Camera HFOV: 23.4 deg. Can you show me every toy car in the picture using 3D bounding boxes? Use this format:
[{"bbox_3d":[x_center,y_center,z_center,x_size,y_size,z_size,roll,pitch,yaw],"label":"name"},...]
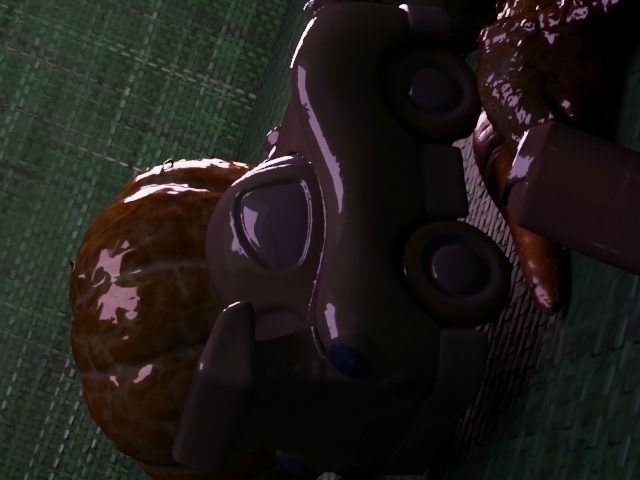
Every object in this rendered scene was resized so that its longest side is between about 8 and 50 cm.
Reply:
[{"bbox_3d":[0.000,0.000,1.187,0.242,0.226,0.336,111,157,-57],"label":"toy car"}]

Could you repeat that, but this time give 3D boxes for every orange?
[{"bbox_3d":[-0.082,0.079,1.424,0.249,0.329,0.329,-20,32,18],"label":"orange"}]

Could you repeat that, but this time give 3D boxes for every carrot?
[{"bbox_3d":[0.147,-0.031,1.136,0.256,0.061,0.061,-88,21,-56],"label":"carrot"}]

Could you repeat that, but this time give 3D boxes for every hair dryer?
[{"bbox_3d":[0.173,-0.025,0.903,0.182,0.117,0.064,-22,-46,-76],"label":"hair dryer"}]

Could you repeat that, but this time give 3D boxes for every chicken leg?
[{"bbox_3d":[0.189,-0.144,1.099,0.177,0.083,0.322,4,70,61],"label":"chicken leg"}]

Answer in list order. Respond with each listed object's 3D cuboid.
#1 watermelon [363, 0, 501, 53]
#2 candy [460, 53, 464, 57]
[{"bbox_3d":[0.109,-0.254,1.399,0.188,0.188,0.214,128,160,-61],"label":"watermelon"},{"bbox_3d":[0.140,-0.314,1.588,0.155,0.116,0.265,-85,16,-48],"label":"candy"}]
